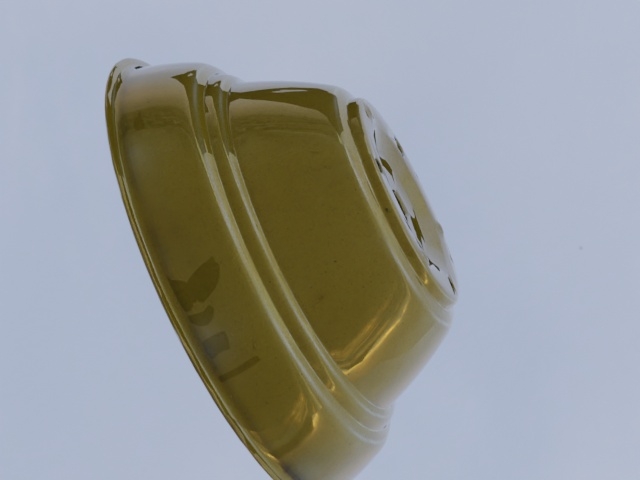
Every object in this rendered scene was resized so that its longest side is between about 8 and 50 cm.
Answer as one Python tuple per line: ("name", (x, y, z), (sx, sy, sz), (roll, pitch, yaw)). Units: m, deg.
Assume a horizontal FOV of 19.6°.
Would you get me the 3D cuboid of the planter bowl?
("planter bowl", (0.000, 0.000, 0.802), (0.090, 0.217, 0.217), (-26, -94, 13))
